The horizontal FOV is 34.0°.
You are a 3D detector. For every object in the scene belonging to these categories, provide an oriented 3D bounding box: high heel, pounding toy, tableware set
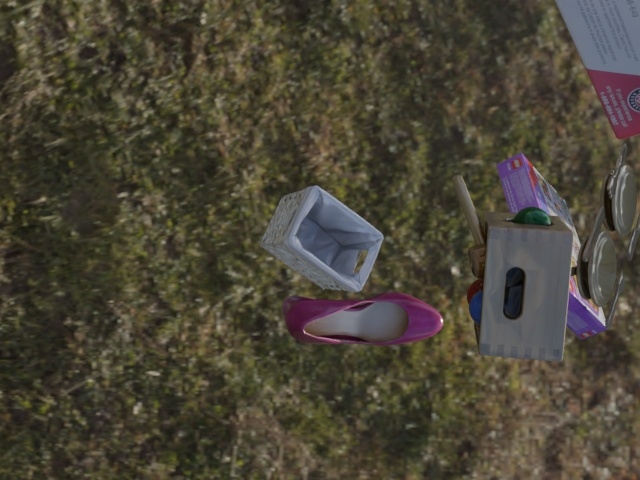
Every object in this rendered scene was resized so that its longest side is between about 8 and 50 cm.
[{"bbox_3d":[0.068,0.115,1.453,0.244,0.117,0.082,12,99,-16],"label":"high heel"},{"bbox_3d":[0.163,0.019,0.927,0.130,0.100,0.141,-53,146,-80],"label":"pounding toy"},{"bbox_3d":[0.329,-0.008,1.222,0.194,0.039,0.128,-62,139,-34],"label":"tableware set"}]

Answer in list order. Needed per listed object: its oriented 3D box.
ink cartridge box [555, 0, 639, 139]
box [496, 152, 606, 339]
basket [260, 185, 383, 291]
[{"bbox_3d":[0.275,-0.172,0.674,0.158,0.218,0.092,50,36,-43],"label":"ink cartridge box"},{"bbox_3d":[0.414,0.010,1.873,0.201,0.057,0.293,37,35,-46],"label":"box"},{"bbox_3d":[0.000,0.000,1.714,0.167,0.103,0.113,36,68,-30],"label":"basket"}]
